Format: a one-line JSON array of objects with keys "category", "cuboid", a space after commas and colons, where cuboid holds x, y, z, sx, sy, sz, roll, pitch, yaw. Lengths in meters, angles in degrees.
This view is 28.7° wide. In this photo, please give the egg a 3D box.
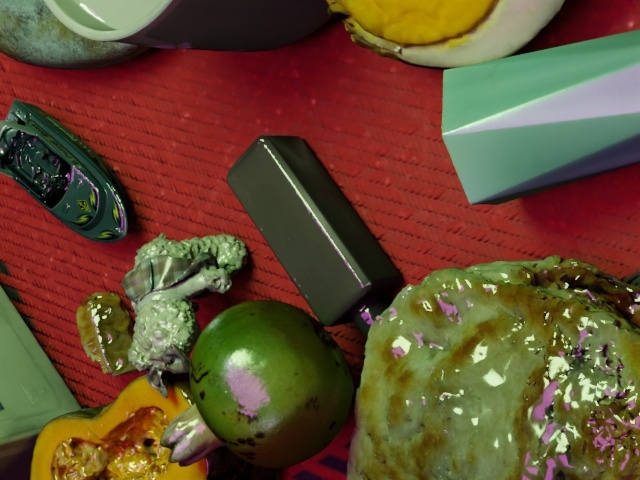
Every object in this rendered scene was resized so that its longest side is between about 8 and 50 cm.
[{"category": "egg", "cuboid": [0.128, -0.312, 1.193, 0.264, 0.174, 0.286, 16, 124, 12]}]

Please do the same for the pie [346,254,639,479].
[{"category": "pie", "cuboid": [0.186, 0.212, 1.182, 0.418, 0.180, 0.395, 5, 97, 40]}]

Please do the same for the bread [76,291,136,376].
[{"category": "bread", "cuboid": [-0.262, 0.116, 1.541, 0.066, 0.060, 0.110, -24, 80, 17]}]

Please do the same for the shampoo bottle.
[{"category": "shampoo bottle", "cuboid": [0.000, 0.000, 1.345, 0.079, 0.080, 0.246, -45, 70, 28]}]

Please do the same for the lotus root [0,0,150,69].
[{"category": "lotus root", "cuboid": [-0.284, -0.279, 1.482, 0.322, 0.140, 0.158, 11, 99, 30]}]

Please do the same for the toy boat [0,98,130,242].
[{"category": "toy boat", "cuboid": [-0.319, -0.078, 1.544, 0.246, 0.103, 0.093, 39, 112, 22]}]

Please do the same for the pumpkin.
[{"category": "pumpkin", "cuboid": [-0.192, 0.277, 1.458, 0.317, 0.139, 0.222, -25, 77, 31]}]

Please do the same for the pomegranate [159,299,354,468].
[{"category": "pomegranate", "cuboid": [-0.070, 0.163, 1.283, 0.210, 0.180, 0.180, -39, 70, 2]}]

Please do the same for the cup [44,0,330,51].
[{"category": "cup", "cuboid": [-0.147, -0.350, 1.303, 0.357, 0.274, 0.259, 42, 115, 30]}]

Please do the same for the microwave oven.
[{"category": "microwave oven", "cuboid": [-0.521, 0.176, 1.582, 0.355, 0.286, 0.218, 51, 119, 19]}]

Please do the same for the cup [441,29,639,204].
[{"category": "cup", "cuboid": [0.244, -0.115, 1.147, 0.236, 0.134, 0.148, -10, 119, 28]}]

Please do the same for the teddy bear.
[{"category": "teddy bear", "cuboid": [-0.165, 0.057, 1.384, 0.133, 0.213, 0.111, -24, 121, 30]}]
